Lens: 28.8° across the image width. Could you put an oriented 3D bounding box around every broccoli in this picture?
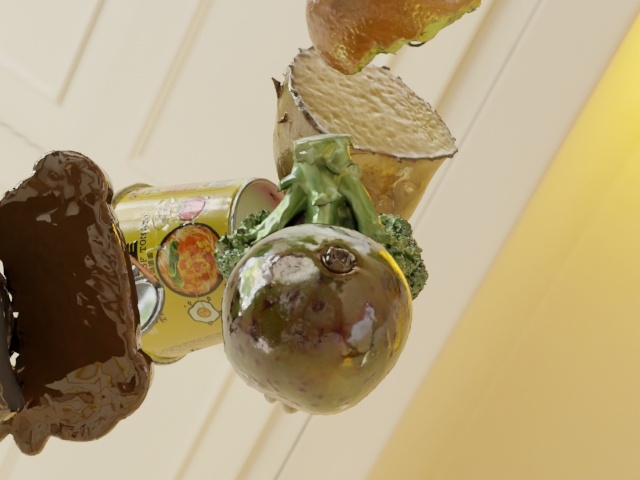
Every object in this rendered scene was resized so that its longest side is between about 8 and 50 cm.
[{"bbox_3d":[0.000,0.000,1.564,0.270,0.270,0.270,-2,-163,1],"label":"broccoli"}]

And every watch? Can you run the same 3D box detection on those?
[{"bbox_3d":[-0.323,0.061,0.855,0.335,0.314,0.327,-11,-179,11],"label":"watch"}]

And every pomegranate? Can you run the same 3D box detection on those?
[{"bbox_3d":[-0.010,0.091,1.248,0.202,0.248,0.202,7,-132,-7],"label":"pomegranate"}]

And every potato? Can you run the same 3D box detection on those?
[{"bbox_3d":[0.032,-0.125,2.004,0.301,0.237,0.288,12,-138,-24],"label":"potato"}]

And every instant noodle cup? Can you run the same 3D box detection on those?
[{"bbox_3d":[-0.187,0.038,2.104,0.254,0.325,0.325,-11,-178,28],"label":"instant noodle cup"}]

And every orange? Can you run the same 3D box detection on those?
[{"bbox_3d":[0.082,-0.332,1.655,0.158,0.237,0.179,53,-142,-30],"label":"orange"}]

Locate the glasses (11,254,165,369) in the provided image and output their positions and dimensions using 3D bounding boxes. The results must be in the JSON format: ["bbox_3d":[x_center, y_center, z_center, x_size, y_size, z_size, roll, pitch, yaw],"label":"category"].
[{"bbox_3d":[-0.351,0.086,1.696,0.118,0.234,0.268,35,168,37],"label":"glasses"}]
